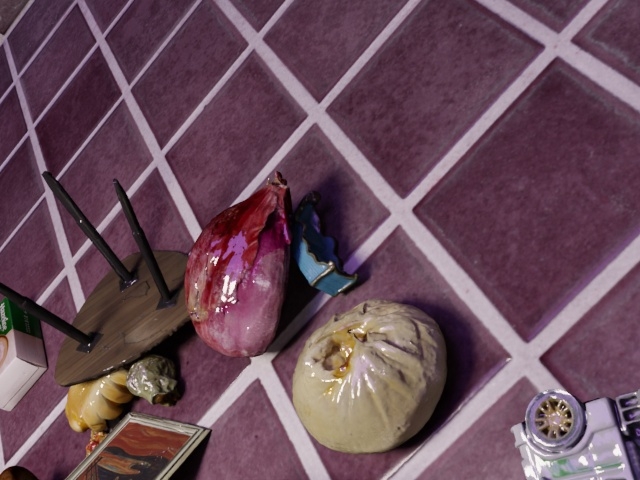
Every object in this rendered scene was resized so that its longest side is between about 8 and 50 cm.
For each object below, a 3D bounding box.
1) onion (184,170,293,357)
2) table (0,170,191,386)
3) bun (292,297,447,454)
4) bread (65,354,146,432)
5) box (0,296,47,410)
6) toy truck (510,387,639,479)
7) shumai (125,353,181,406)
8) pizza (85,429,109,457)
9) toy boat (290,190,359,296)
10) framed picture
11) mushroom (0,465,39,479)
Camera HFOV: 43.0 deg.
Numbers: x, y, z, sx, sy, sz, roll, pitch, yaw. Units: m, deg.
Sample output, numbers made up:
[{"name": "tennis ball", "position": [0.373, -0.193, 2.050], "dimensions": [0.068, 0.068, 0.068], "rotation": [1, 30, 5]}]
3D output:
[{"name": "onion", "position": [-0.128, 0.026, 1.213], "dimensions": [0.227, 0.120, 0.284], "rotation": [24, 99, 59]}, {"name": "table", "position": [-0.389, 0.027, 1.365], "dimensions": [0.317, 0.249, 0.317], "rotation": [-22, 35, 16]}, {"name": "bun", "position": [0.047, 0.161, 1.013], "dimensions": [0.222, 0.127, 0.223], "rotation": [-25, 51, 35]}, {"name": "bread", "position": [-0.367, 0.248, 1.393], "dimensions": [0.177, 0.084, 0.119], "rotation": [-54, 39, 5]}, {"name": "box", "position": [-0.644, 0.231, 1.679], "dimensions": [0.135, 0.081, 0.199], "rotation": [-47, 45, 13]}, {"name": "toy truck", "position": [0.357, 0.178, 0.692], "dimensions": [0.367, 0.146, 0.175], "rotation": [-25, 55, 32]}, {"name": "shumai", "position": [-0.268, 0.230, 1.312], "dimensions": [0.080, 0.083, 0.082], "rotation": [-161, 61, -67]}, {"name": "pizza", "position": [-0.390, 0.354, 1.397], "dimensions": [0.083, 0.025, 0.078], "rotation": [-53, 44, 7]}, {"name": "toy boat", "position": [0.000, 0.000, 1.192], "dimensions": [0.077, 0.075, 0.185], "rotation": [-49, 37, 15]}, {"name": "framed picture", "position": [-0.318, 0.365, 1.227], "dimensions": [0.216, 0.016, 0.273], "rotation": [-3, 34, 43]}, {"name": "mushroom", "position": [-0.414, 0.426, 1.326], "dimensions": [0.217, 0.148, 0.227], "rotation": [-35, 53, -1]}]
